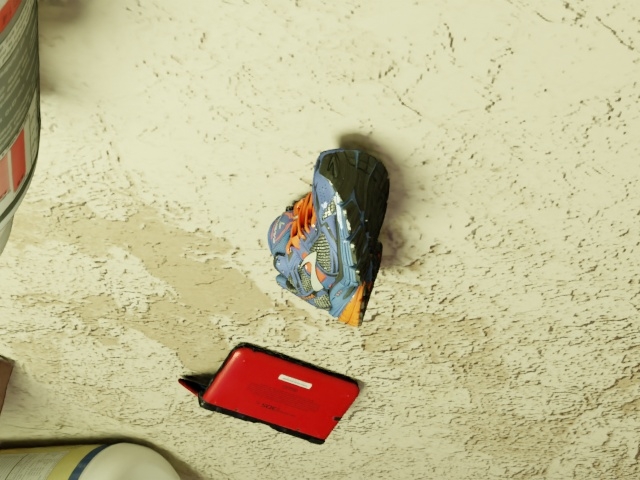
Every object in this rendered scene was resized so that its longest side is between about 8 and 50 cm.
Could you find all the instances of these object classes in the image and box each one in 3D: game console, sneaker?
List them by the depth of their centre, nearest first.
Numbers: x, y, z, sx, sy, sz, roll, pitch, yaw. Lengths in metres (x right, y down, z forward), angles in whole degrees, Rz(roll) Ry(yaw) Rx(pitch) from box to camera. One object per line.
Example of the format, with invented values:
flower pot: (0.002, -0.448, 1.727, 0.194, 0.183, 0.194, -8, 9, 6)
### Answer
sneaker: (0.000, 0.000, 1.171, 0.087, 0.083, 0.221, 14, 151, 6)
game console: (-0.053, 0.145, 1.552, 0.144, 0.085, 0.124, 20, 121, -24)

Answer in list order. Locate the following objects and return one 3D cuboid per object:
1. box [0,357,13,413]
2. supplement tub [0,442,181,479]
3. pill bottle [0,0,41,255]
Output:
box: (-0.446, 0.200, 1.564, 0.168, 0.203, 0.167, -17, 144, 41)
supplement tub: (-0.333, 0.359, 1.826, 0.316, 0.228, 0.228, -7, 150, 28)
pill bottle: (-0.269, -0.097, 0.901, 0.210, 0.210, 0.363, 10, 154, -4)
